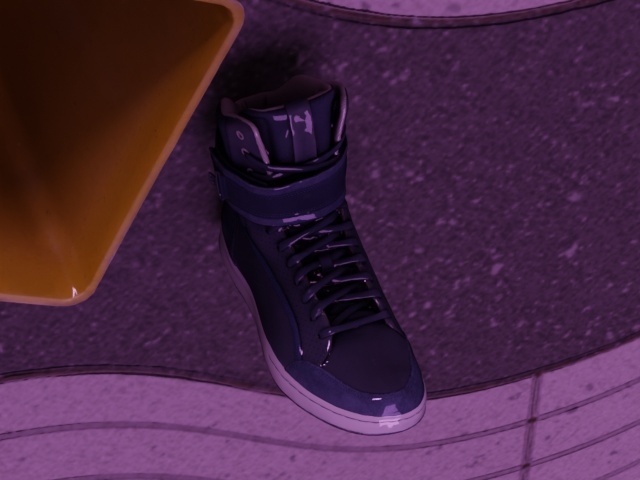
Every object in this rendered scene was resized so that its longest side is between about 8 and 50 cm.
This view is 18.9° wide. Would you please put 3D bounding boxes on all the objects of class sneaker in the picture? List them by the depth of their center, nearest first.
[{"bbox_3d":[-0.002,0.000,1.183,0.086,0.226,0.163,-17,138,-23],"label":"sneaker"}]

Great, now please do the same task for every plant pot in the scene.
[{"bbox_3d":[-0.199,-0.112,0.976,0.212,0.187,0.212,6,131,-34],"label":"plant pot"}]
